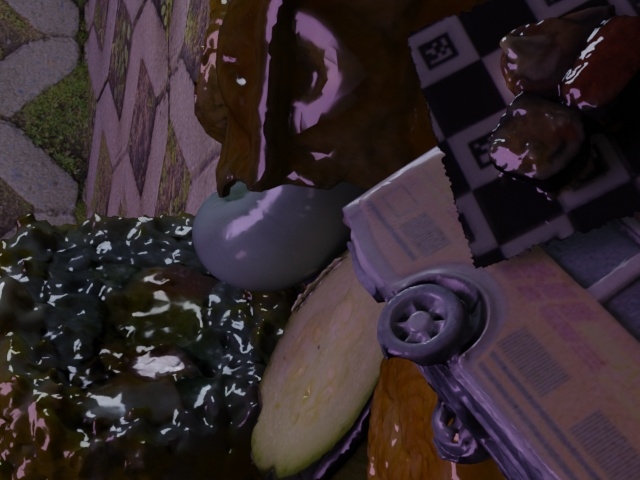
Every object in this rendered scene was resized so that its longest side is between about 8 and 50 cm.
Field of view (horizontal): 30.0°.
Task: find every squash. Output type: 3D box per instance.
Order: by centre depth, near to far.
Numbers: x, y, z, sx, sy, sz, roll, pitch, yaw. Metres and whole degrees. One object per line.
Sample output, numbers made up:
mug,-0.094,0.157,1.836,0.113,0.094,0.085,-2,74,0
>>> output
squash,0.046,0.109,0.935,0.220,0.133,0.220,-54,25,40

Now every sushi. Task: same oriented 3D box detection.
sushi,0.141,-0.083,0.521,0.031,0.201,0.139,50,-157,-57
sushi,-0.193,0.152,1.202,0.396,0.351,0.240,-111,29,-53

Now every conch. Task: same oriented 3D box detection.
conch,-0.015,-0.044,1.040,0.221,0.121,0.185,-41,22,37

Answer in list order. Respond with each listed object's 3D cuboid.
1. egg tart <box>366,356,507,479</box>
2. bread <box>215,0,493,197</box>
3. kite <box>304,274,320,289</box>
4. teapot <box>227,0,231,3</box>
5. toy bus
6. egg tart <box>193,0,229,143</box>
egg tart,0.100,0.128,0.691,0.319,0.128,0.319,-178,90,-74
bread,0.028,-0.157,0.826,0.196,0.238,0.252,-30,-61,-72
kite,0.000,0.000,1.184,0.190,0.010,0.159,131,139,-60
teapot,-0.005,-0.245,1.069,0.163,0.221,0.178,-45,-3,-8
toy bus,0.130,0.080,0.501,0.342,0.138,0.097,49,169,46
egg tart,-0.085,-0.208,1.275,0.279,0.095,0.279,-177,90,-84
